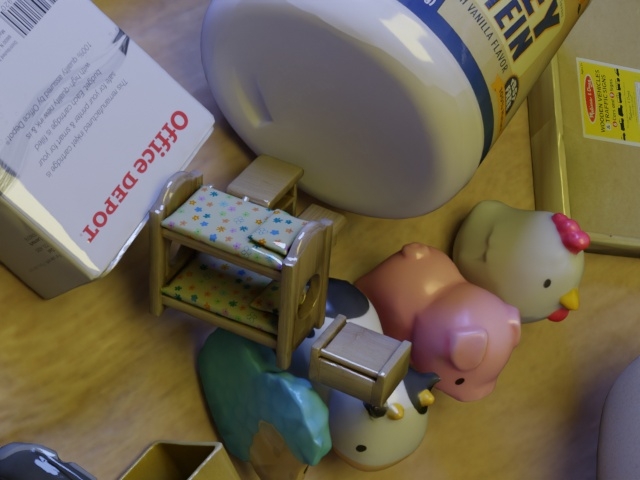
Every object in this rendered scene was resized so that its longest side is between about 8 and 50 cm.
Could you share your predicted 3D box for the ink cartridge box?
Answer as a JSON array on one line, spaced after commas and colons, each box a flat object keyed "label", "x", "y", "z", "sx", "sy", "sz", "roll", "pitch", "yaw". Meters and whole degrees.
[{"label": "ink cartridge box", "x": -0.205, "y": -0.089, "z": 1.027, "sx": 0.219, "sy": 0.092, "sz": 0.160, "roll": 44, "pitch": 58, "yaw": -16}]

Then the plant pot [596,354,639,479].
[{"label": "plant pot", "x": 0.335, "y": 0.177, "z": 1.227, "sx": 0.284, "sy": 0.284, "sz": 0.191, "roll": -1, "pitch": 42, "yaw": -33}]

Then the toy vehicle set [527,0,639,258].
[{"label": "toy vehicle set", "x": 0.263, "y": -0.119, "z": 1.375, "sx": 0.166, "sy": 0.035, "sz": 0.266, "roll": 7, "pitch": 73, "yaw": -31}]

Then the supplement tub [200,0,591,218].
[{"label": "supplement tub", "x": 0.079, "y": -0.197, "z": 1.161, "sx": 0.228, "sy": 0.228, "sz": 0.316, "roll": 45, "pitch": 58, "yaw": -15}]

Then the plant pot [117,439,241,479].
[{"label": "plant pot", "x": -0.093, "y": 0.194, "z": 1.033, "sx": 0.081, "sy": 0.081, "sz": 0.083, "roll": -46, "pitch": 115, "yaw": -33}]

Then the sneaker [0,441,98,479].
[{"label": "sneaker", "x": -0.143, "y": 0.253, "z": 0.969, "sx": 0.106, "sy": 0.101, "sz": 0.267, "roll": -36, "pitch": 97, "yaw": -32}]

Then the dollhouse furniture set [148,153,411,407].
[{"label": "dollhouse furniture set", "x": 0.000, "y": 0.000, "z": 1.052, "sx": 0.182, "sy": 0.101, "sz": 0.161, "roll": 20, "pitch": 40, "yaw": 19}]

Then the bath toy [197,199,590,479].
[{"label": "bath toy", "x": 0.083, "y": 0.066, "z": 1.151, "sx": 0.348, "sy": 0.129, "sz": 0.151, "roll": -26, "pitch": 91, "yaw": -36}]
